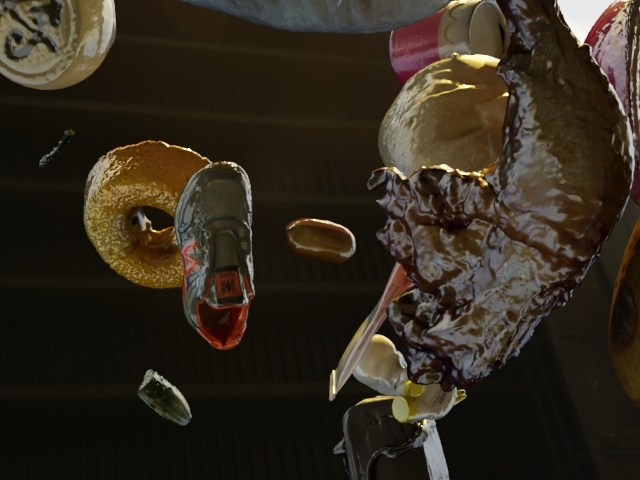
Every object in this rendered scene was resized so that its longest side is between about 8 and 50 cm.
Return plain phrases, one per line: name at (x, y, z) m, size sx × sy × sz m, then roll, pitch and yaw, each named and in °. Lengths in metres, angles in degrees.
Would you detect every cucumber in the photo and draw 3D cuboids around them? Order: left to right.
cucumber at (-0.258, 0.268, 1.470) m, size 0.107 × 0.035 × 0.067 m, roll 43°, pitch -157°, yaw -15°

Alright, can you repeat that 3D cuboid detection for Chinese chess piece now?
Chinese chess piece at (-0.479, -0.389, 1.482) m, size 0.257 × 0.257 × 0.104 m, roll 35°, pitch -153°, yaw 9°

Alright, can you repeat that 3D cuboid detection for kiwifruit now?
kiwifruit at (0.000, 0.000, 1.453) m, size 0.125 × 0.075 × 0.075 m, roll 15°, pitch -130°, yaw -1°

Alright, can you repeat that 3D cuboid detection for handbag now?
handbag at (0.129, 0.402, 1.533) m, size 0.181 × 0.181 × 0.254 m, roll -16°, pitch -105°, yaw 18°

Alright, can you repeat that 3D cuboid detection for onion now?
onion at (0.322, -0.137, 0.912) m, size 0.111 × 0.250 × 0.247 m, roll -3°, pitch -156°, yaw 37°

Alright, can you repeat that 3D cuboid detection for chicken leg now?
chicken leg at (0.120, -0.038, 0.587) m, size 0.083 × 0.322 × 0.177 m, roll -13°, pitch -132°, yaw -48°

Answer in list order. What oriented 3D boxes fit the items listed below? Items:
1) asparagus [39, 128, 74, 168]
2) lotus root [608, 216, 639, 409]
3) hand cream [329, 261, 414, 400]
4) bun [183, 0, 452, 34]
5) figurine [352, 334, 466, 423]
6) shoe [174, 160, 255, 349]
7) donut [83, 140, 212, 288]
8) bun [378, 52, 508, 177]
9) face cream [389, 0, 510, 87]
asparagus at (-0.443, -0.153, 1.441) m, size 0.016 × 0.163 × 0.016 m, roll -19°, pitch -93°, yaw -38°
lotus root at (0.280, 0.035, 0.565) m, size 0.169 × 0.314 × 0.141 m, roll 7°, pitch -148°, yaw -9°
hand cream at (0.066, 0.085, 0.967) m, size 0.038 × 0.216 × 0.052 m, roll 37°, pitch -162°, yaw 21°
bun at (-0.017, -0.313, 0.617) m, size 0.362 × 0.362 × 0.211 m, roll 21°, pitch -130°, yaw -2°
figurine at (0.101, 0.183, 1.154) m, size 0.178 × 0.129 × 0.109 m, roll 16°, pitch -104°, yaw 35°
shoe at (-0.168, 0.043, 1.440) m, size 0.132 × 0.336 × 0.171 m, roll -4°, pitch -152°, yaw -17°
donut at (-0.297, -0.031, 1.584) m, size 0.303 × 0.303 × 0.110 m, roll 13°, pitch -142°, yaw -8°
bun at (0.220, -0.133, 1.152) m, size 0.282 × 0.204 × 0.281 m, roll 29°, pitch -158°, yaw -13°
face cream at (0.263, -0.386, 1.723) m, size 0.175 × 0.195 × 0.175 m, roll 0°, pitch -91°, yaw -48°
